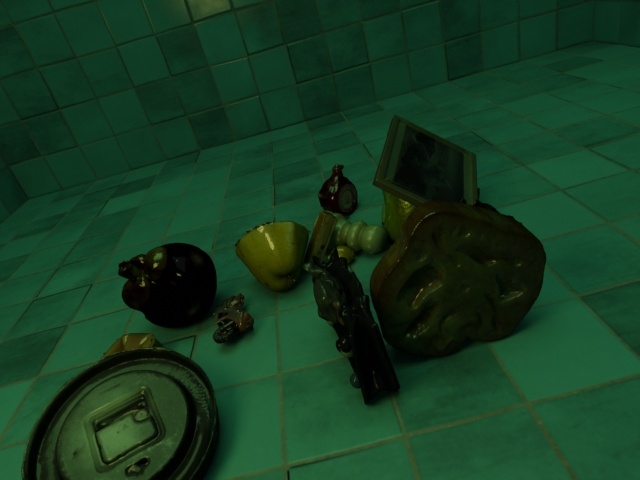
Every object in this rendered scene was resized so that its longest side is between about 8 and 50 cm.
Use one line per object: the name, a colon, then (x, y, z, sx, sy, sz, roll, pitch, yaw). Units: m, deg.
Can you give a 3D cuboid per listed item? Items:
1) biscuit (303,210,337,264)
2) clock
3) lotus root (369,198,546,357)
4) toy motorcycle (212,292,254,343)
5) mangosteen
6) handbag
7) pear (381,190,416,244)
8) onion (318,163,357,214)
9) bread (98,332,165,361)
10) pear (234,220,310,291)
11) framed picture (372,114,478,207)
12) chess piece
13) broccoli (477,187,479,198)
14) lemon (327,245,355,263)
biscuit: (0.000, 0.000, 1.455, 0.056, 0.188, 0.052, 14, 13, -25)
clock: (-0.404, 0.408, 0.948, 0.385, 0.077, 0.386, -1, 44, 1)
lotus root: (0.291, 0.082, 0.991, 0.390, 0.375, 0.111, -26, 24, 7)
toy motorcycle: (-0.247, 0.218, 1.300, 0.118, 0.084, 0.212, -24, 24, 3)
mangosteen: (-0.458, 0.121, 1.356, 0.287, 0.288, 0.233, -2, 43, 23)
handbag: (0.059, 0.174, 1.029, 0.118, 0.269, 0.326, -21, 29, -5)
pear: (0.277, -0.138, 1.488, 0.159, 0.293, 0.292, -2, 31, 6)
onion: (0.057, -0.196, 1.744, 0.135, 0.198, 0.173, -2, 14, 35)
bread: (-0.512, 0.356, 1.167, 0.136, 0.107, 0.241, -5, 31, 13)
pear: (-0.136, 0.071, 1.398, 0.266, 0.267, 0.178, -14, 65, 3)
framed picture: (0.341, -0.224, 1.395, 0.325, 0.028, 0.446, 25, 41, -4)
chess piece: (0.107, -0.017, 1.500, 0.243, 0.133, 0.133, 13, 40, 31)
broccoli: (0.452, -0.170, 1.552, 0.195, 0.195, 0.156, 3, 77, 31)
lemon: (0.067, 0.049, 1.449, 0.092, 0.065, 0.065, -10, 30, 6)
